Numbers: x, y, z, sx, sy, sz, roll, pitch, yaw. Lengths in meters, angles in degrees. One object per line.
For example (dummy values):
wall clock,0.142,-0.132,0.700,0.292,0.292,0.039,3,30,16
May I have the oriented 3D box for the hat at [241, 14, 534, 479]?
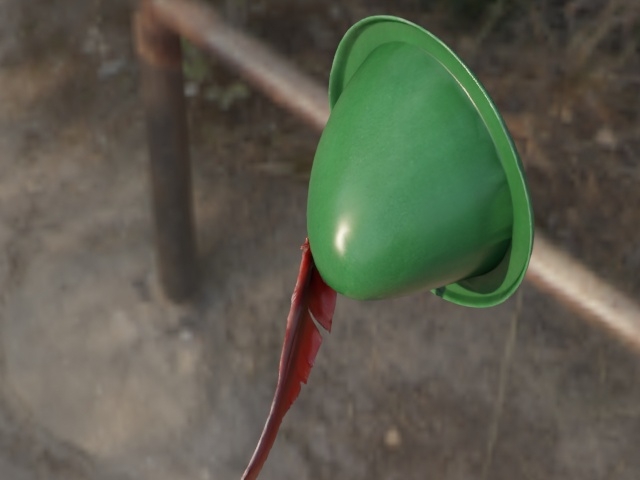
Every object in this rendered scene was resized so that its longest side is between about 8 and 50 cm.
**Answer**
hat,0.000,0.000,1.022,0.183,0.173,0.208,-26,84,-28
